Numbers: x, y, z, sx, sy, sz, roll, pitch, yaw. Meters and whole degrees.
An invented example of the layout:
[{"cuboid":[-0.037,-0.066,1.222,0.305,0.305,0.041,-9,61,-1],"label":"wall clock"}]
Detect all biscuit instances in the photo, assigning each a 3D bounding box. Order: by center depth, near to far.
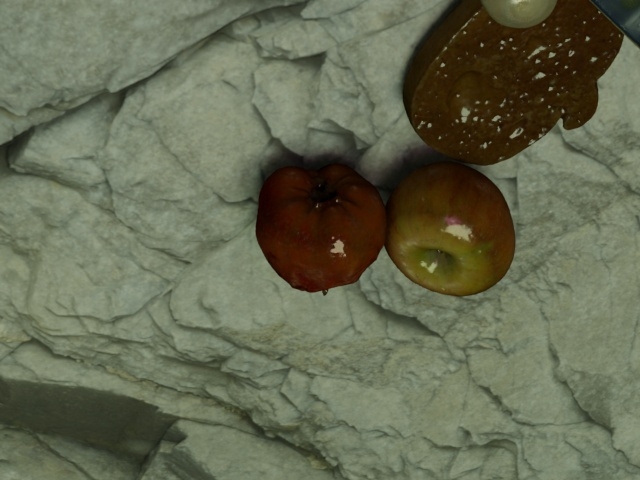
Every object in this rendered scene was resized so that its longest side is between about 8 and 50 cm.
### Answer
[{"cuboid":[0.304,-0.264,2.094,0.314,0.063,0.367,22,123,-34],"label":"biscuit"}]

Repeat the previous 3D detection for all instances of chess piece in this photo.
[{"cuboid":[0.242,-0.377,1.841,0.143,0.261,0.142,-8,130,-10],"label":"chess piece"}]

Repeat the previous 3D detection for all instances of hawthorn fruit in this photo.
[{"cuboid":[0.000,0.000,2.169,0.208,0.207,0.243,-8,138,-7],"label":"hawthorn fruit"}]

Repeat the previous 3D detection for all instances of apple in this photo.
[{"cuboid":[0.206,-0.025,2.196,0.210,0.173,0.235,9,143,15],"label":"apple"}]

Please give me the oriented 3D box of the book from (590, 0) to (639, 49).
[{"cuboid":[0.545,-0.464,1.903,0.300,0.039,0.428,37,113,-28],"label":"book"}]
